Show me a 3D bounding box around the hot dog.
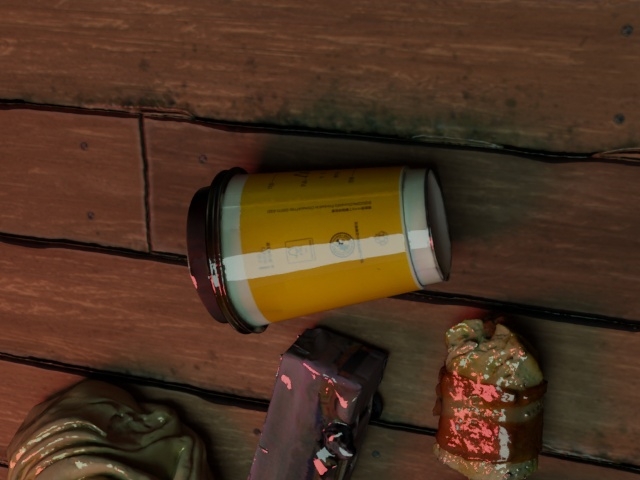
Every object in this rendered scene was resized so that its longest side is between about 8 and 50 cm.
[{"bbox_3d":[0.202,0.187,1.345,0.146,0.103,0.213,20,110,36],"label":"hot dog"}]

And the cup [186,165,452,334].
[{"bbox_3d":[0.000,0.000,1.299,0.280,0.196,0.196,-8,109,14],"label":"cup"}]

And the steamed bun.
[{"bbox_3d":[-0.291,0.348,1.540,0.276,0.203,0.289,-29,100,28],"label":"steamed bun"}]

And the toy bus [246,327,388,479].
[{"bbox_3d":[-0.015,0.269,1.457,0.138,0.112,0.317,24,118,15],"label":"toy bus"}]
